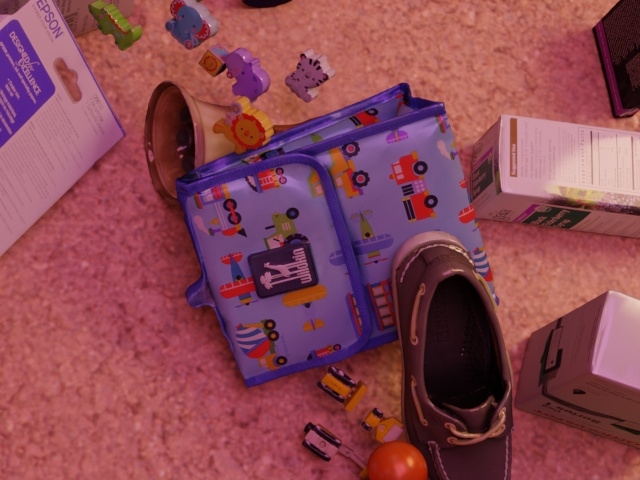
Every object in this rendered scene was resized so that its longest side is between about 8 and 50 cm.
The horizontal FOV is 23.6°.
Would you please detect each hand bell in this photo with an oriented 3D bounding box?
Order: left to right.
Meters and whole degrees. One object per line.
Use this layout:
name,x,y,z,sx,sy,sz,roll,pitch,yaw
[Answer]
hand bell,-0.050,-0.111,1.611,0.242,0.126,0.126,-7,73,-30

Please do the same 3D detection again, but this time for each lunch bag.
lunch bag,0.000,0.000,1.533,0.293,0.138,0.220,-21,108,-9

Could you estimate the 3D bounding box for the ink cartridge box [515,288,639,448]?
ink cartridge box,0.310,0.135,1.543,0.160,0.219,0.092,19,71,-7

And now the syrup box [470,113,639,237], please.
syrup box,0.291,-0.066,1.672,0.237,0.093,0.096,6,71,-13

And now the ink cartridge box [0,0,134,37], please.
ink cartridge box,-0.323,-0.264,1.522,0.273,0.198,0.114,-25,78,-21

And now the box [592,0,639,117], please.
box,0.360,-0.220,1.703,0.029,0.162,0.116,-5,73,-16

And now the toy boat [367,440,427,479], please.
toy boat,0.083,0.265,1.463,0.231,0.151,0.151,-18,68,2

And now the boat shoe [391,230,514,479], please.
boat shoe,0.134,0.145,1.491,0.109,0.091,0.305,-14,110,-6

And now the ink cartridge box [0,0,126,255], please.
ink cartridge box,-0.306,-0.110,1.485,0.045,0.206,0.208,24,61,37

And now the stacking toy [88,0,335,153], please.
stacking toy,-0.104,-0.196,1.546,0.221,0.052,0.167,42,36,4

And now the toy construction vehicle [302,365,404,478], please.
toy construction vehicle,0.028,0.182,1.535,0.098,0.035,0.086,33,100,-2

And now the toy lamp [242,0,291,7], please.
toy lamp,-0.074,-0.398,1.699,0.080,0.080,0.274,-8,75,-17
